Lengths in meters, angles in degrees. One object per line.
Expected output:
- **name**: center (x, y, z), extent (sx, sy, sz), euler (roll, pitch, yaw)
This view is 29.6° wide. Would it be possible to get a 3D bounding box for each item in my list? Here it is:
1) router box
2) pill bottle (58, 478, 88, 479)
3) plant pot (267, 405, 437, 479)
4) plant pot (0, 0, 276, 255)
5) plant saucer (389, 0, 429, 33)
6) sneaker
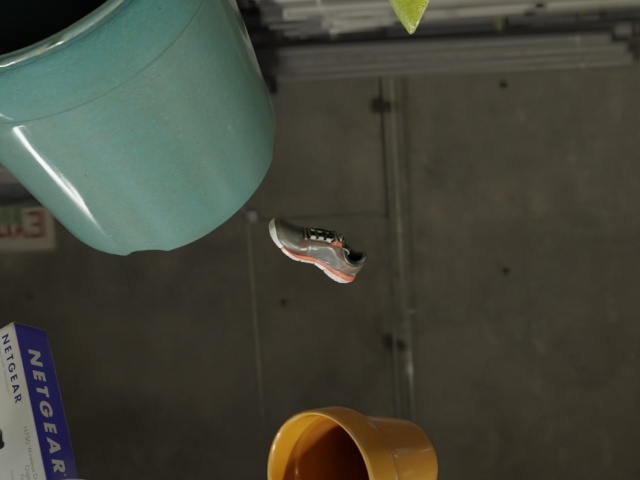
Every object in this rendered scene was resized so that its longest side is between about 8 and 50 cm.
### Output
- **router box**: center (-0.555, 0.349, 2.004), extent (0.301, 0.335, 0.082), euler (-30, 153, 22)
- **pill bottle**: center (-0.315, 0.452, 1.504), extent (0.210, 0.363, 0.210), euler (7, -129, -9)
- **plant pot**: center (0.061, 0.331, 1.726), extent (0.205, 0.205, 0.188), euler (6, -174, 44)
- **plant pot**: center (-0.209, -0.178, 1.139), extent (0.341, 0.341, 0.334), euler (0, 147, 19)
- **plant saucer**: center (0.090, -0.253, 0.837), extent (0.045, 0.188, 0.188), euler (25, -157, -2)
- **sneaker**: center (0.000, 0.000, 1.733), extent (0.158, 0.065, 0.061), euler (28, -143, -26)
